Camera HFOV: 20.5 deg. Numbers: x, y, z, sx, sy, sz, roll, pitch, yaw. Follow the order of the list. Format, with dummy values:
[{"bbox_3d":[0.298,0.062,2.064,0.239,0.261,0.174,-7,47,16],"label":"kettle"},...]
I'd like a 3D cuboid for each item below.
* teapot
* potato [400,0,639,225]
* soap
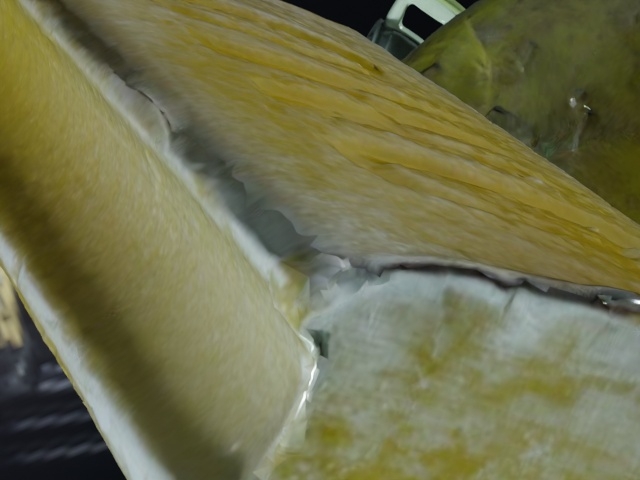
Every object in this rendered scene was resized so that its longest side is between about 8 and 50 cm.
[{"bbox_3d":[0.067,-0.120,1.340,0.091,0.124,0.092,25,-133,-7],"label":"teapot"},{"bbox_3d":[0.105,-0.044,0.810,0.251,0.149,0.113,-27,-165,16],"label":"potato"},{"bbox_3d":[0.000,0.000,0.495,0.173,0.089,0.274,14,-164,-32],"label":"soap"}]
